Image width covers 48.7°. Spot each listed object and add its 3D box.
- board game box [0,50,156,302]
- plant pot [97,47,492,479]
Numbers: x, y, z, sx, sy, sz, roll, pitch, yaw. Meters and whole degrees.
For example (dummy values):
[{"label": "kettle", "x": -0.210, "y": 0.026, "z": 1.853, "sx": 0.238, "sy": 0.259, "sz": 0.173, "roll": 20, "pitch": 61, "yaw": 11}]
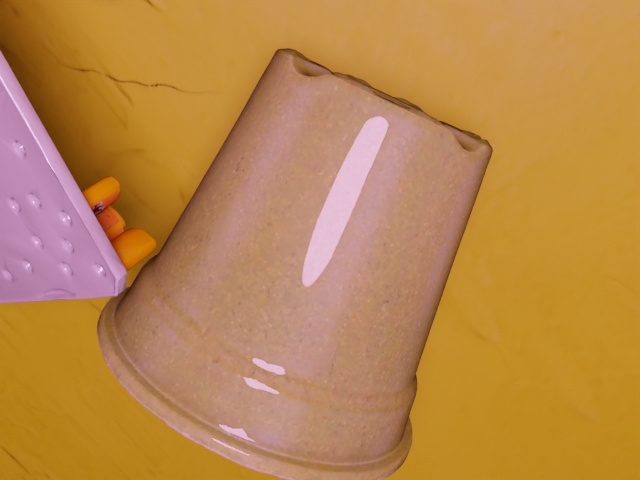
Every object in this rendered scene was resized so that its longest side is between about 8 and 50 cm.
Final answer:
[{"label": "board game box", "x": -0.337, "y": -0.126, "z": 0.559, "sx": 0.389, "sy": 0.050, "sz": 0.390, "roll": -6, "pitch": 116, "yaw": 43}, {"label": "plant pot", "x": 0.000, "y": 0.000, "z": 0.563, "sx": 0.276, "sy": 0.276, "sz": 0.254, "roll": 24, "pitch": 103, "yaw": -3}]
